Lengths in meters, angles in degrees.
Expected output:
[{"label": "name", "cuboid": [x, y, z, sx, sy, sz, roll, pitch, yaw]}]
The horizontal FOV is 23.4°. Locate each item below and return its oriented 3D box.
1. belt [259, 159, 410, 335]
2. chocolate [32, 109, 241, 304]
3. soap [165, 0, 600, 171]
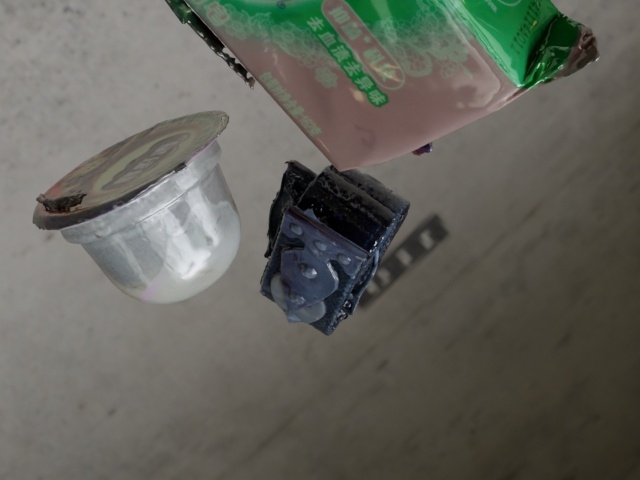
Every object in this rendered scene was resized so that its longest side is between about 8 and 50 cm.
[{"label": "belt", "cuboid": [0.001, 0.001, 1.575, 0.122, 0.128, 0.218, -53, 171, -32]}, {"label": "chocolate", "cuboid": [-0.155, -0.015, 1.432, 0.221, 0.221, 0.147, -32, 113, -28]}, {"label": "soap", "cuboid": [0.002, -0.175, 0.888, 0.218, 0.273, 0.098, -24, -152, 39]}]
